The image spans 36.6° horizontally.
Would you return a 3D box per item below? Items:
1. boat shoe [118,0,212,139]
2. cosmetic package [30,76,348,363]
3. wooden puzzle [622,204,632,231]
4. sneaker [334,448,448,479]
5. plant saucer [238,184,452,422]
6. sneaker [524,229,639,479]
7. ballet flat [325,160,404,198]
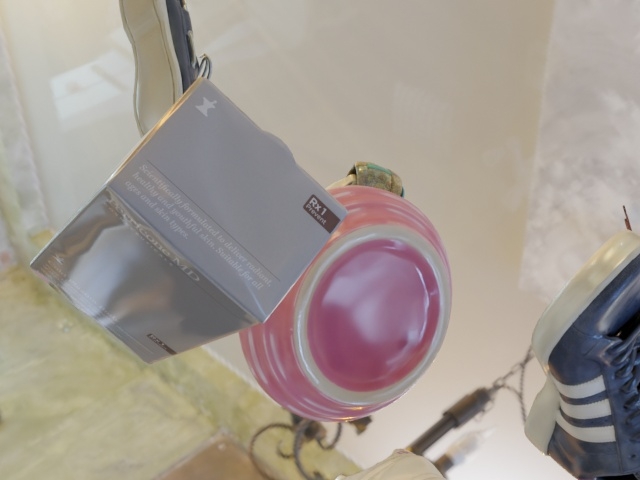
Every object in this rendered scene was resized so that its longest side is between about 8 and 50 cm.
[{"bbox_3d":[-0.185,-0.211,1.182,0.095,0.079,0.254,-26,-108,36],"label":"boat shoe"},{"bbox_3d":[-0.099,0.000,0.656,0.127,0.107,0.238,42,-24,-10],"label":"cosmetic package"},{"bbox_3d":[0.420,-0.007,1.312,0.006,0.049,0.083,-16,-110,17],"label":"wooden puzzle"},{"bbox_3d":[0.018,0.349,1.054,0.114,0.305,0.152,53,-4,-25],"label":"sneaker"},{"bbox_3d":[0.053,0.093,1.311,0.084,0.332,0.332,18,-50,58],"label":"plant saucer"},{"bbox_3d":[0.279,0.129,0.866,0.148,0.131,0.350,40,-19,30],"label":"sneaker"},{"bbox_3d":[0.000,0.000,1.670,0.123,0.123,0.348,47,-67,17],"label":"ballet flat"}]
